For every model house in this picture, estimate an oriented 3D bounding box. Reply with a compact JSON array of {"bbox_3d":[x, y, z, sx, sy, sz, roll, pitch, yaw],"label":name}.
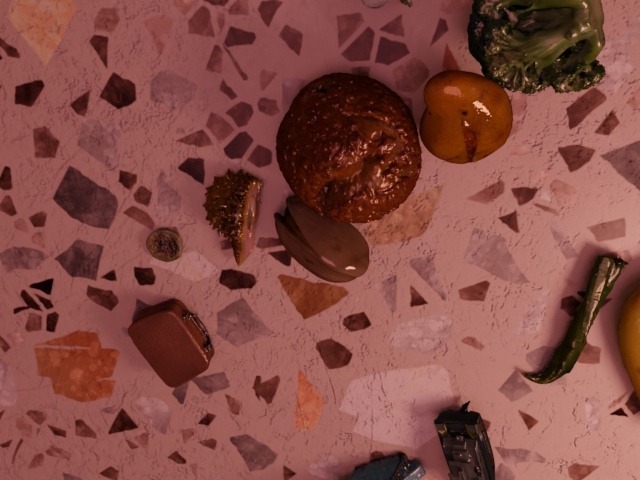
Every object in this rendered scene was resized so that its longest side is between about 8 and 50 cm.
[{"bbox_3d":[0.201,0.701,1.655,0.241,0.226,0.261,-33,111,-17],"label":"model house"}]

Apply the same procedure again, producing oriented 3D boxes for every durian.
[{"bbox_3d":[-0.188,-0.039,1.436,0.140,0.078,0.225,-3,110,4],"label":"durian"}]

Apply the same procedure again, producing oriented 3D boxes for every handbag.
[{"bbox_3d":[-0.344,0.237,1.557,0.151,0.072,0.194,-29,105,13],"label":"handbag"}]

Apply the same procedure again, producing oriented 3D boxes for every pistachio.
[{"bbox_3d":[0.000,0.000,1.414,0.238,0.153,0.138,40,100,19],"label":"pistachio"}]

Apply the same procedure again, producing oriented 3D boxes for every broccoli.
[{"bbox_3d":[0.397,-0.391,1.188,0.294,0.245,0.265,28,82,-36],"label":"broccoli"}]

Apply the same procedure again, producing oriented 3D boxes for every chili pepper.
[{"bbox_3d":[0.580,0.193,1.501,0.084,0.076,0.359,11,113,-29],"label":"chili pepper"}]

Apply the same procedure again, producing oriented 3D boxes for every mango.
[{"bbox_3d":[0.270,-0.222,1.241,0.176,0.295,0.120,-5,81,15],"label":"mango"}]

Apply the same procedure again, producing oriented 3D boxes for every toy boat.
[{"bbox_3d":[0.363,0.545,1.617,0.114,0.122,0.296,-4,116,31],"label":"toy boat"}]

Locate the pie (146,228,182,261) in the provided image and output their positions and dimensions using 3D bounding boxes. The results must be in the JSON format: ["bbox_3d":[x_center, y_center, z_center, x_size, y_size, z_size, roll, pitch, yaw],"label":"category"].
[{"bbox_3d":[-0.354,0.011,1.496,0.085,0.017,0.085,1,111,2],"label":"pie"}]

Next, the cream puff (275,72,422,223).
[{"bbox_3d":[0.059,-0.172,1.304,0.302,0.212,0.303,-1,112,-2],"label":"cream puff"}]

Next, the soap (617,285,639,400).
[{"bbox_3d":[0.836,0.247,1.483,0.305,0.115,0.428,-19,109,14],"label":"soap"}]

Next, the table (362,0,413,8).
[{"bbox_3d":[0.116,-0.494,1.180,0.166,0.198,0.167,1,112,2],"label":"table"}]
